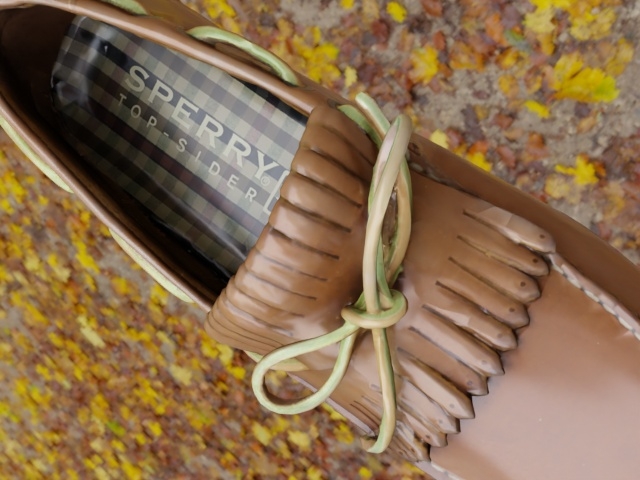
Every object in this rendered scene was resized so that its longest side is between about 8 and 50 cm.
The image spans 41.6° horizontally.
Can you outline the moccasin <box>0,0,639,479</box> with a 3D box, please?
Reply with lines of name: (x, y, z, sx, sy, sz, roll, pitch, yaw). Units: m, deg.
moccasin: (0.002, -0.002, 0.356, 0.380, 0.147, 0.139, 41, 109, 15)
